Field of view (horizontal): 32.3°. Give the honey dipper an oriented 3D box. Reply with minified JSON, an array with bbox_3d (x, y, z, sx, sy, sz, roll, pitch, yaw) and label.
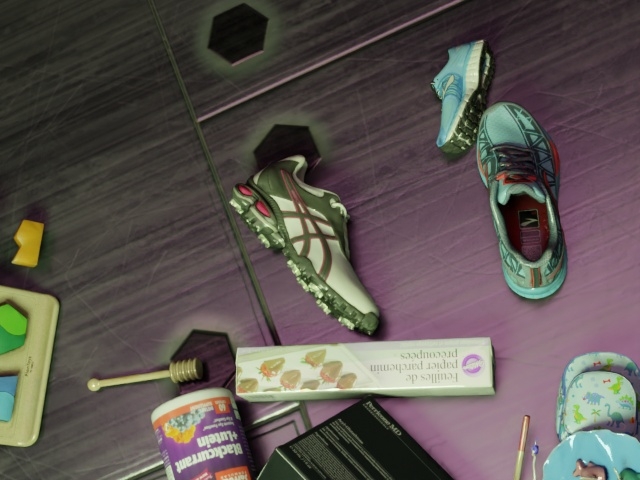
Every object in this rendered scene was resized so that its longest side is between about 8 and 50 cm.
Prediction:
[{"bbox_3d":[-0.235,0.182,1.473,0.161,0.030,0.030,-11,72,15],"label":"honey dipper"}]

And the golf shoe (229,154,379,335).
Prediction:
[{"bbox_3d":[0.000,0.000,1.432,0.120,0.105,0.273,-38,70,-8],"label":"golf shoe"}]

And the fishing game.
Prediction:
[{"bbox_3d":[0.311,0.303,1.222,0.264,0.041,0.189,19,107,44],"label":"fishing game"}]

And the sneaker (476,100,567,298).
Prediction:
[{"bbox_3d":[0.256,-0.066,1.376,0.104,0.125,0.262,-13,71,8],"label":"sneaker"}]

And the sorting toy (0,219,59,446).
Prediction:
[{"bbox_3d":[-0.467,0.108,1.477,0.229,0.041,0.307,13,73,-25],"label":"sorting toy"}]

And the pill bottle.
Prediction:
[{"bbox_3d":[-0.134,0.290,1.372,0.108,0.108,0.193,-22,70,6],"label":"pill bottle"}]

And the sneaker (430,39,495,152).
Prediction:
[{"bbox_3d":[0.181,-0.190,1.476,0.073,0.063,0.162,6,70,33],"label":"sneaker"}]

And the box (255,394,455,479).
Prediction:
[{"bbox_3d":[0.074,0.325,1.265,0.261,0.184,0.103,44,128,21],"label":"box"}]

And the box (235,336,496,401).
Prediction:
[{"bbox_3d":[0.055,0.163,1.389,0.324,0.067,0.063,-4,73,13],"label":"box"}]

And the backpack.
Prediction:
[{"bbox_3d":[0.332,0.189,1.305,0.105,0.084,0.114,2,73,12],"label":"backpack"}]
